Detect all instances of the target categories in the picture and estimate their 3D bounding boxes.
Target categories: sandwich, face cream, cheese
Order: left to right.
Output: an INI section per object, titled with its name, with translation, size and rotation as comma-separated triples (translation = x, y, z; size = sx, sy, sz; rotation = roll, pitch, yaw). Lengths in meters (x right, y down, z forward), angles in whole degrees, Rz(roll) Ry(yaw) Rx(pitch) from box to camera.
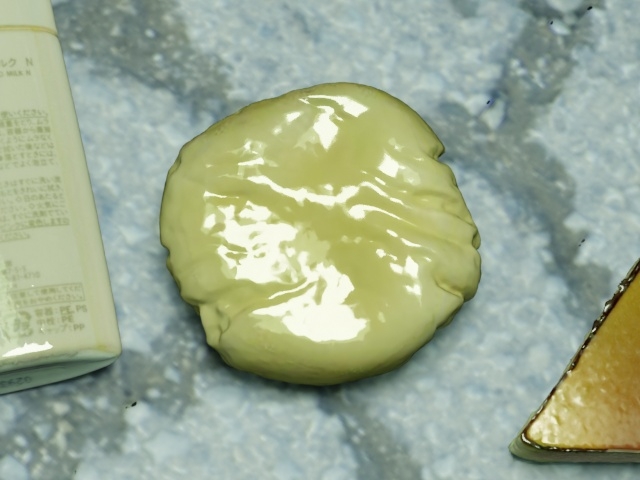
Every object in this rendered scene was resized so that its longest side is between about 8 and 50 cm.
[face cream]
translation = -0.262, -0.060, 1.350
size = 0.173, 0.081, 0.349
rotation = -12, 73, -7
[cheese]
translation = 0.000, 0.000, 1.339
size = 0.226, 0.117, 0.214
rotation = -17, 77, -4
[sandwich]
translation = 0.255, 0.120, 1.341
size = 0.162, 0.058, 0.193
rotation = 36, 70, 7
